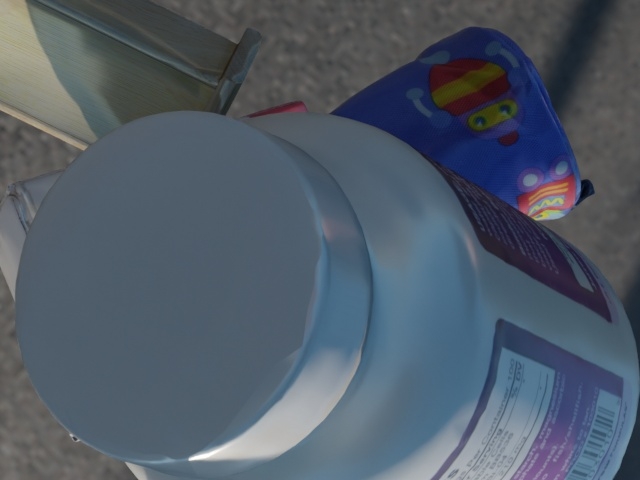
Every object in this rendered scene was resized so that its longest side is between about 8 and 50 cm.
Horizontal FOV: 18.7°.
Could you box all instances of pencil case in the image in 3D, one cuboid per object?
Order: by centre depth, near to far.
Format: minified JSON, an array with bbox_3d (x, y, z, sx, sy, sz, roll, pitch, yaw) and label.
[{"bbox_3d":[0.000,0.000,1.083,0.306,0.119,0.133,-31,166,-12],"label":"pencil case"}]

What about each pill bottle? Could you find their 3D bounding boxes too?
[{"bbox_3d":[0.010,0.043,0.794,0.169,0.169,0.301,-53,152,6],"label":"pill bottle"}]

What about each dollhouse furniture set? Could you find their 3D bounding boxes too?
[{"bbox_3d":[-0.097,-0.168,1.108,0.212,0.161,0.242,-58,-172,49],"label":"dollhouse furniture set"}]

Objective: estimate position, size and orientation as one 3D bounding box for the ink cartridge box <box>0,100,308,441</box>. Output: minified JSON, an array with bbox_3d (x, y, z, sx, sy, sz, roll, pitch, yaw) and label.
[{"bbox_3d":[-0.086,0.019,1.274,0.218,0.158,0.092,-17,164,-27],"label":"ink cartridge box"}]
